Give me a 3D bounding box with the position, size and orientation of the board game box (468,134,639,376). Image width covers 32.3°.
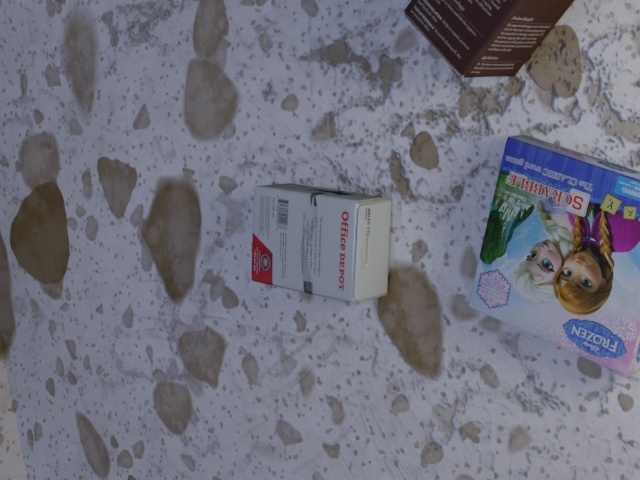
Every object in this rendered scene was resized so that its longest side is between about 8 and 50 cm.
[{"bbox_3d":[0.422,0.019,1.844,0.319,0.066,0.318,23,112,36],"label":"board game box"}]

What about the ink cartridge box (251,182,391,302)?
[{"bbox_3d":[0.000,0.000,2.176,0.273,0.114,0.197,11,103,40],"label":"ink cartridge box"}]

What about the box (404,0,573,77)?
[{"bbox_3d":[0.285,-0.397,1.827,0.167,0.168,0.203,52,126,23],"label":"box"}]
